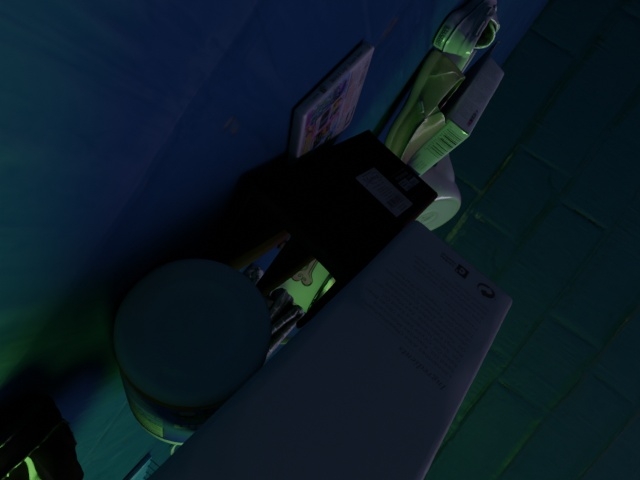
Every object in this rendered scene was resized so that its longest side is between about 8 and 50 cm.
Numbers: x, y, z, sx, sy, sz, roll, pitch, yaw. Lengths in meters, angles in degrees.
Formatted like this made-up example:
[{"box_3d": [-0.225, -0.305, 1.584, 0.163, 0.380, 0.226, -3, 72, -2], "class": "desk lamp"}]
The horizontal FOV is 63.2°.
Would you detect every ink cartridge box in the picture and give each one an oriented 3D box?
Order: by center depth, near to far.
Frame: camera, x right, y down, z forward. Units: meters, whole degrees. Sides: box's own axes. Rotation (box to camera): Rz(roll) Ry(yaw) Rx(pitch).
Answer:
[{"box_3d": [0.318, -0.300, 1.323, 0.330, 0.071, 0.324, -53, -175, -29], "class": "ink cartridge box"}]

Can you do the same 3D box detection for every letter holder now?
[{"box_3d": [0.000, 0.000, 0.736, 0.301, 0.152, 0.214, -36, 167, -52], "class": "letter holder"}]

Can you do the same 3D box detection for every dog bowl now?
[{"box_3d": [0.060, 0.009, 1.194, 0.408, 0.150, 0.408, -52, 172, -11], "class": "dog bowl"}]

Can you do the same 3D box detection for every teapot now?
[{"box_3d": [0.273, -0.138, 1.535, 0.255, 0.187, 0.253, -17, 154, -7], "class": "teapot"}]

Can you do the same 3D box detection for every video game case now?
[{"box_3d": [0.007, -0.159, 0.674, 0.143, 0.019, 0.157, -49, 172, -24], "class": "video game case"}]

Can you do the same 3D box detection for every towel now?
[{"box_3d": [-0.152, 0.205, 0.927, 0.284, 0.121, 0.235, -51, 172, -18], "class": "towel"}]

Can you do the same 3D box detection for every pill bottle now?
[{"box_3d": [-0.149, 0.149, 0.606, 0.152, 0.152, 0.272, -48, 169, -33], "class": "pill bottle"}]

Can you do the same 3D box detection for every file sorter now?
[{"box_3d": [-0.401, 0.586, 1.165, 0.118, 0.104, 0.170, -44, 168, -46], "class": "file sorter"}]

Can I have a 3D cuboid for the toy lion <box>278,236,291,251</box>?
[{"box_3d": [-0.032, -0.029, 0.959, 0.096, 0.034, 0.100, -56, 176, -45], "class": "toy lion"}]

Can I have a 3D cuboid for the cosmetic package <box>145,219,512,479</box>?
[{"box_3d": [0.015, 0.184, 0.546, 0.453, 0.161, 0.230, -38, 165, -49], "class": "cosmetic package"}]

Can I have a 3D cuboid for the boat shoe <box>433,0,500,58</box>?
[{"box_3d": [0.308, -0.419, 1.034, 0.258, 0.084, 0.095, -47, 169, -38], "class": "boat shoe"}]

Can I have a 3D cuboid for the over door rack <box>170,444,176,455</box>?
[{"box_3d": [-0.237, 0.487, 1.456, 0.324, 0.108, 0.239, -40, 173, 3], "class": "over door rack"}]

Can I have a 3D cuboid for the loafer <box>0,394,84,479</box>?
[{"box_3d": [-0.266, 0.221, 0.509, 0.080, 0.078, 0.220, -47, 170, -37], "class": "loafer"}]

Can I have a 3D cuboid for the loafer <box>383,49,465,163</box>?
[{"box_3d": [0.204, -0.240, 1.042, 0.269, 0.092, 0.102, -67, 166, 14], "class": "loafer"}]

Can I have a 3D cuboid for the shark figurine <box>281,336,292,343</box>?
[{"box_3d": [-0.154, 0.305, 1.363, 0.166, 0.116, 0.278, -52, 170, 1], "class": "shark figurine"}]

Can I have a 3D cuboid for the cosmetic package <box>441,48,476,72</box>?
[{"box_3d": [0.248, -0.325, 1.162, 0.239, 0.060, 0.099, -59, 175, 35], "class": "cosmetic package"}]
